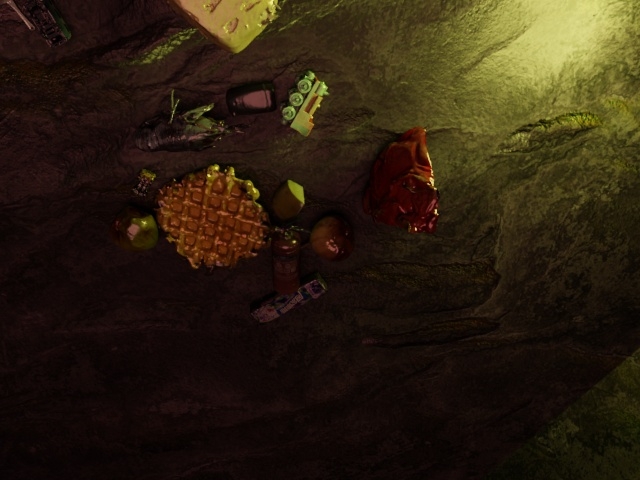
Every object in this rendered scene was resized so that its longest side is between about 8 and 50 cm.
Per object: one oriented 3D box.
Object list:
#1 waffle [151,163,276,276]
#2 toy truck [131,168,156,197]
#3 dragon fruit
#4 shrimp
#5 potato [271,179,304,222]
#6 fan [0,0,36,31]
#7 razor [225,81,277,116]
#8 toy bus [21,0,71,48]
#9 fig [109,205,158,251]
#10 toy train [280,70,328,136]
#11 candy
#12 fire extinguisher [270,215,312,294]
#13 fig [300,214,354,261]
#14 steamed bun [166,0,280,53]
[{"bbox_3d":[-0.362,-0.069,1.674,0.382,0.095,0.379,-21,119,13],"label":"waffle"},{"bbox_3d":[-0.574,-0.190,1.611,0.049,0.054,0.083,27,116,-17],"label":"toy truck"},{"bbox_3d":[0.234,-0.167,1.511,0.228,0.329,0.286,-4,122,7],"label":"dragon fruit"},{"bbox_3d":[-0.394,-0.349,1.470,0.372,0.137,0.172,-13,137,7],"label":"shrimp"},{"bbox_3d":[-0.120,-0.113,1.638,0.081,0.120,0.149,24,116,-17],"label":"potato"},{"bbox_3d":[-0.862,-0.672,1.339,0.153,0.008,0.226,-27,117,13],"label":"fan"},{"bbox_3d":[-0.209,-0.424,1.488,0.148,0.054,0.090,-7,117,1],"label":"razor"},{"bbox_3d":[-0.739,-0.598,1.349,0.060,0.075,0.123,-20,120,10],"label":"toy bus"},{"bbox_3d":[-0.619,-0.031,1.660,0.154,0.144,0.165,-28,132,3],"label":"fig"},{"bbox_3d":[-0.048,-0.417,1.494,0.118,0.074,0.176,24,113,-27],"label":"toy train"},{"bbox_3d":[-0.123,0.223,1.873,0.312,0.061,0.088,-28,120,14],"label":"candy"},{"bbox_3d":[-0.101,0.044,1.696,0.138,0.102,0.344,7,135,2],"label":"fire extinguisher"},{"bbox_3d":[0.002,0.000,1.704,0.231,0.143,0.160,-9,90,11],"label":"fig"},{"bbox_3d":[-0.255,-0.643,1.295,0.273,0.166,0.232,34,102,-26],"label":"steamed bun"}]
